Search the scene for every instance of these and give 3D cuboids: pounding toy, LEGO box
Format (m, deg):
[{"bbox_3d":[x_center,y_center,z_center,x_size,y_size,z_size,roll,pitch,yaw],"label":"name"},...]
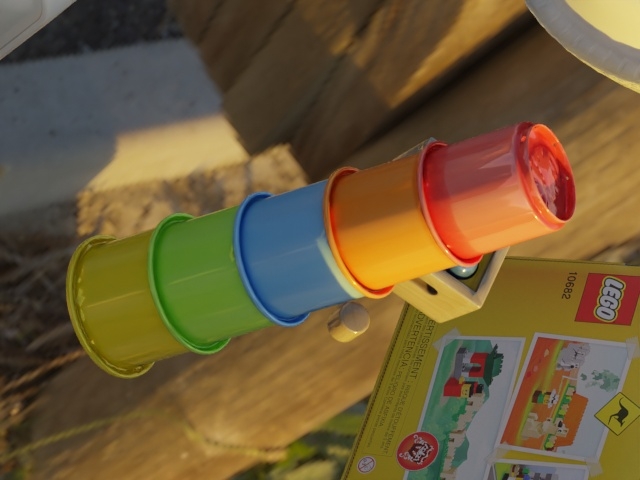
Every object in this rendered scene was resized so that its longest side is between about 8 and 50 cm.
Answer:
[{"bbox_3d":[0.079,0.007,1.756,0.181,0.094,0.206,35,64,-15],"label":"pounding toy"},{"bbox_3d":[0.237,0.269,1.984,0.193,0.372,0.500,57,46,-46],"label":"LEGO box"}]

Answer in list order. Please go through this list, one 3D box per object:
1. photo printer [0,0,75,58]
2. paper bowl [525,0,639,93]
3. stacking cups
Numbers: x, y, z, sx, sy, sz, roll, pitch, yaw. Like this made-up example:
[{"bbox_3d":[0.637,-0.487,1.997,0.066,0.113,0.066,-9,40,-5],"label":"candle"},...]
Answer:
[{"bbox_3d":[-0.178,-0.236,1.199,0.107,0.307,0.256,41,66,-16],"label":"photo printer"},{"bbox_3d":[0.245,-0.230,1.122,0.148,0.284,0.284,7,57,-63],"label":"paper bowl"},{"bbox_3d":[0.000,0.000,1.064,0.096,0.316,0.096,39,42,-47],"label":"stacking cups"}]
